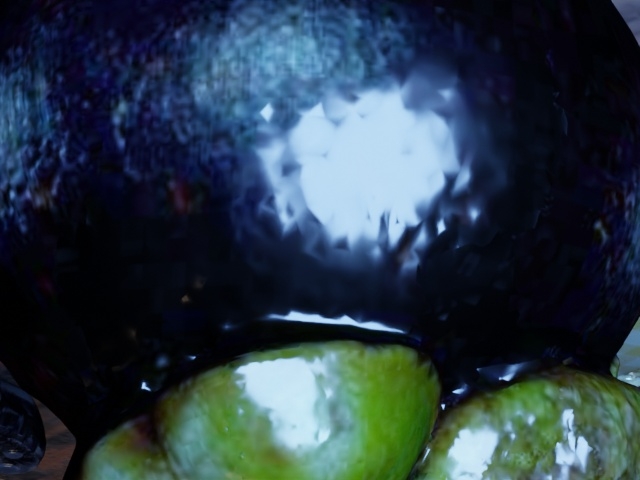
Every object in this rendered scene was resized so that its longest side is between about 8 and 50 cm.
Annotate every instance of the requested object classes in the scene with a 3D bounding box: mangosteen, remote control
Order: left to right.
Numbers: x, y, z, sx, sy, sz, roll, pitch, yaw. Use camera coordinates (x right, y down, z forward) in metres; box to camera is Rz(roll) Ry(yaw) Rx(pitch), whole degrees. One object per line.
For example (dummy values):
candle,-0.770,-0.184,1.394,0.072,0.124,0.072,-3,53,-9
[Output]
remote control,-0.296,0.102,1.078,0.090,0.066,0.266,-17,147,21
mangosteen,0.000,0.000,0.444,0.243,0.242,0.243,6,160,2

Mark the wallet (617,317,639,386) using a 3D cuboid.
wallet,0.064,0.032,0.749,0.223,0.077,0.309,21,155,-24
